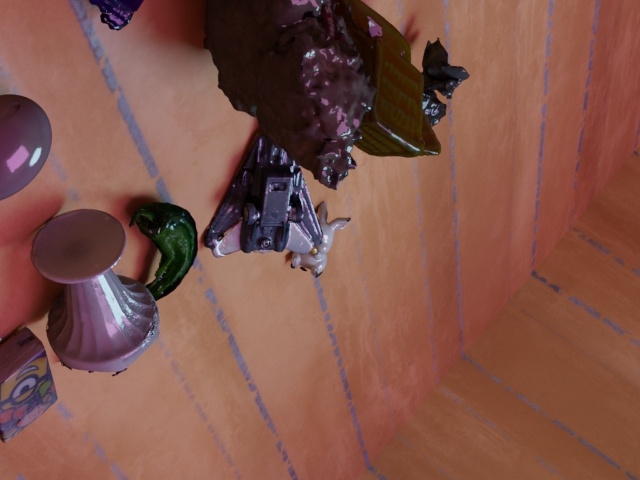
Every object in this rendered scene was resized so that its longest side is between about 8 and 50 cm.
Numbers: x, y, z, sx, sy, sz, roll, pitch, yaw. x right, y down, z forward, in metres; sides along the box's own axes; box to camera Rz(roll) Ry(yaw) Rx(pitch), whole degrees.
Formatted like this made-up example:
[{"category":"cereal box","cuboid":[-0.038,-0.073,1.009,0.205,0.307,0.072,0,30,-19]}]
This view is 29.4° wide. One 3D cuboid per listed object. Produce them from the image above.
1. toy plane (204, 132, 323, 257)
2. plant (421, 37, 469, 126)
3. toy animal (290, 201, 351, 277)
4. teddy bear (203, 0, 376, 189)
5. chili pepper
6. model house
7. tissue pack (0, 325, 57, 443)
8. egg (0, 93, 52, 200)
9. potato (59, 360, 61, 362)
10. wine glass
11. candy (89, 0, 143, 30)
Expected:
[{"category":"toy plane","cuboid":[-0.073,-0.110,1.947,0.204,0.103,0.316,-2,129,-19]},{"category":"plant","cuboid":[0.160,-0.258,2.142,0.203,0.142,0.131,-48,141,-4]},{"category":"toy animal","cuboid":[-0.004,0.003,2.268,0.085,0.071,0.124,-30,147,-43]},{"category":"teddy bear","cuboid":[-0.016,-0.230,1.572,0.224,0.367,0.357,-24,147,-10]},{"category":"chili pepper","cuboid":[-0.241,0.001,1.820,0.122,0.065,0.279,-48,160,-25]},{"category":"model house","cuboid":[0.106,-0.217,1.907,0.268,0.239,0.173,29,110,-40]},{"category":"tissue pack","cuboid":[-0.435,0.206,1.734,0.108,0.060,0.148,-40,154,-28]},{"category":"egg","cuboid":[-0.366,-0.104,1.388,0.135,0.103,0.103,-51,157,-5]},{"category":"potato","cuboid":[-0.358,0.153,1.839,0.037,0.036,0.093,-15,135,-51]},{"category":"wine glass","cuboid":[-0.309,0.066,1.670,0.165,0.165,0.196,-41,149,-29]},{"category":"candy","cuboid":[-0.197,-0.378,1.392,0.275,0.070,0.145,-54,149,4]}]
